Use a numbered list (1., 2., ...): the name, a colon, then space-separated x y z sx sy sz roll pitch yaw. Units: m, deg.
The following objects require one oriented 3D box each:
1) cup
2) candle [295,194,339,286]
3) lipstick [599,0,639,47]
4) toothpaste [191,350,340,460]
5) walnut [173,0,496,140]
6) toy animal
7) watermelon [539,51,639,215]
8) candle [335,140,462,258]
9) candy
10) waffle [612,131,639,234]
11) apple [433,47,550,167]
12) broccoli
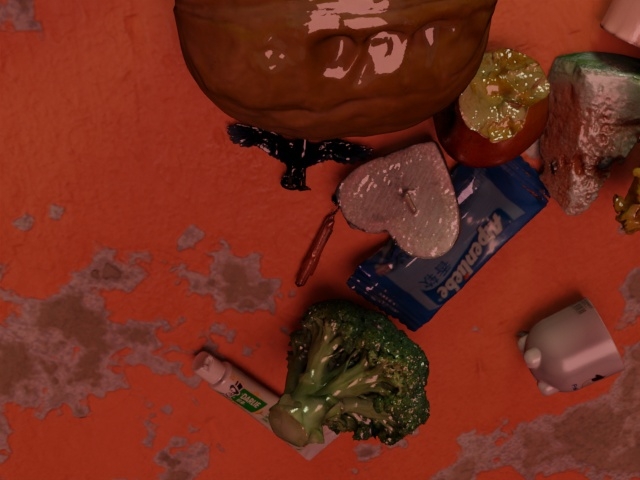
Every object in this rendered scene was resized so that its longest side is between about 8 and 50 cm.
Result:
1. cup: 0.418 0.186 1.550 0.142 0.173 0.134 -28 89 9
2. candle: 0.000 0.000 1.423 0.026 0.021 0.167 3 121 -41
3. lipstick: 0.491 -0.421 1.215 0.087 0.087 0.327 14 118 -16
4. toothpaste: -0.096 0.284 1.557 0.058 0.056 0.314 -13 136 47
5. walnut: 0.022 -0.295 1.091 0.397 0.308 0.354 -9 122 -2
6. toy animal: -0.032 -0.124 1.334 0.220 0.062 0.108 5 99 -11
7. watermelon: 0.399 -0.156 1.361 0.154 0.094 0.241 9 117 -5
8. candle: 0.131 -0.071 1.340 0.192 0.068 0.168 29 98 8
9. candy: 0.206 -0.007 1.421 0.187 0.077 0.331 36 104 -32
10. waffle: 0.506 -0.157 1.285 0.068 0.302 0.325 26 113 22
11. apple: 0.242 -0.185 1.282 0.158 0.156 0.147 -9 137 -15
12. broccoli: 0.037 0.214 1.410 0.270 0.270 0.270 -32 130 -38
